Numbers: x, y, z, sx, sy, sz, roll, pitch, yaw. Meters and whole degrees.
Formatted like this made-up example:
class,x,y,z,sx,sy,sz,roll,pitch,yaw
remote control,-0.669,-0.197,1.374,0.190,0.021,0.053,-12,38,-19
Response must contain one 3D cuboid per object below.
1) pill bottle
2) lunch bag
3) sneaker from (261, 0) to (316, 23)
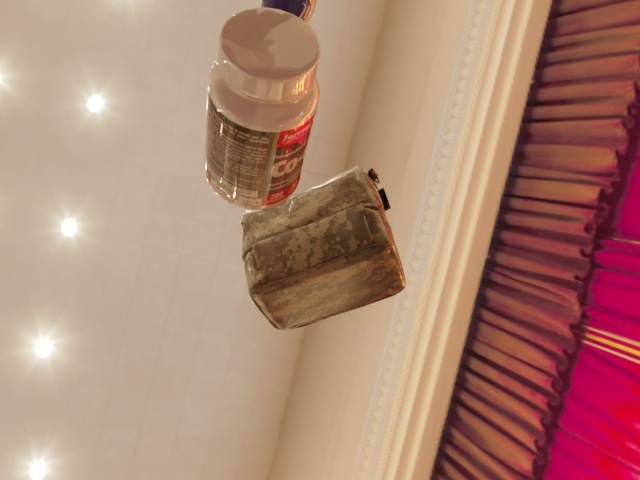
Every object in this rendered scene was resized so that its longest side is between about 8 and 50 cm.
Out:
class,x,y,z,sx,sy,sz,roll,pitch,yaw
pill bottle,-0.089,-0.187,0.977,0.161,0.283,0.161,5,-122,-9
lunch bag,0.000,0.000,1.295,0.305,0.256,0.212,-21,-35,7
sneaker,-0.063,-0.607,1.329,0.127,0.182,0.315,17,-86,13
